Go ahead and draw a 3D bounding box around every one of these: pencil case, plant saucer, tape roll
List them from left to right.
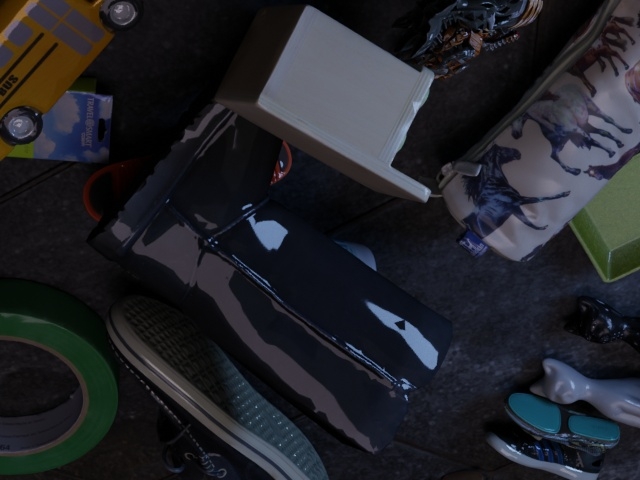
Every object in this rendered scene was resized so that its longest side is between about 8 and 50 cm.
[{"bbox_3d":[-0.447,0.198,1.930,0.321,0.077,0.321,-3,128,-4],"label":"tape roll"},{"bbox_3d":[0.313,-0.153,1.680,0.183,0.160,0.410,20,125,-33],"label":"pencil case"},{"bbox_3d":[0.432,-0.052,1.846,0.188,0.045,0.188,-27,126,14],"label":"plant saucer"}]

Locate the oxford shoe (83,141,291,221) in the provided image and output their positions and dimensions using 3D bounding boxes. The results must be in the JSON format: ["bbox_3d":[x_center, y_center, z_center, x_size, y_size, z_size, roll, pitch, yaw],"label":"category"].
[{"bbox_3d":[-0.173,-0.084,1.743,0.271,0.098,0.097,-12,90,-12],"label":"oxford shoe"}]

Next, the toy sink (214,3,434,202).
[{"bbox_3d":[0.028,-0.156,1.510,0.234,0.153,0.131,28,87,-22],"label":"toy sink"}]

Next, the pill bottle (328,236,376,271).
[{"bbox_3d":[-0.068,0.053,1.811,0.264,0.146,0.146,12,126,-14],"label":"pill bottle"}]

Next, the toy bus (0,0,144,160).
[{"bbox_3d":[-0.339,-0.220,1.544,0.333,0.108,0.130,-46,127,12],"label":"toy bus"}]

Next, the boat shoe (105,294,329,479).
[{"bbox_3d":[-0.165,0.265,1.949,0.156,0.187,0.500,-31,131,10],"label":"boat shoe"}]

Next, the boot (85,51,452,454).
[{"bbox_3d":[-0.001,0.002,1.667,0.445,0.146,0.367,39,92,-14],"label":"boot"}]

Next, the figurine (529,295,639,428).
[{"bbox_3d":[0.438,0.183,2.018,0.209,0.092,0.215,17,126,-9],"label":"figurine"}]

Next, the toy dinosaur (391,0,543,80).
[{"bbox_3d":[0.180,-0.295,1.550,0.218,0.164,0.322,4,131,-37],"label":"toy dinosaur"}]

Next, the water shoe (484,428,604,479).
[{"bbox_3d":[0.353,0.317,2.130,0.203,0.073,0.080,20,96,-19],"label":"water shoe"}]

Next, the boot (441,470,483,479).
[{"bbox_3d":[0.216,0.420,2.206,0.118,0.042,0.087,-17,134,9],"label":"boot"}]

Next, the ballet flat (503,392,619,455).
[{"bbox_3d":[0.359,0.286,2.065,0.188,0.070,0.070,19,125,-3],"label":"ballet flat"}]

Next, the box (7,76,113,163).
[{"bbox_3d":[-0.349,-0.153,1.682,0.178,0.042,0.109,3,128,-9],"label":"box"}]
